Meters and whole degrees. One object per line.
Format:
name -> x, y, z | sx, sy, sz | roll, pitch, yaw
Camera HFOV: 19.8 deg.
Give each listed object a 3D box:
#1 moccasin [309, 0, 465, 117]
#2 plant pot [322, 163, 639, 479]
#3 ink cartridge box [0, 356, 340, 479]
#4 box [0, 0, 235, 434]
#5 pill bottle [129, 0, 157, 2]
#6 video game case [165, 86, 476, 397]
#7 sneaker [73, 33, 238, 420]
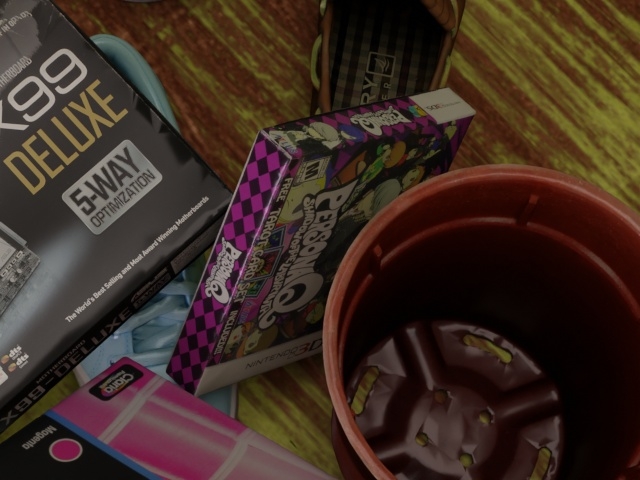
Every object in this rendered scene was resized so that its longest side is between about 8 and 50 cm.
moccasin -> 0.053, -0.198, 1.545 | 0.139, 0.147, 0.380 | 16, 70, -1
plant pot -> 0.121, 0.114, 1.385 | 0.272, 0.265, 0.272 | 2, 72, -6
ink cartridge box -> -0.059, 0.220, 1.270 | 0.371, 0.069, 0.176 | 29, 42, 25
box -> -0.250, -0.009, 1.346 | 0.307, 0.076, 0.242 | -41, 80, -7
pill bottle -> -0.143, -0.313, 1.492 | 0.162, 0.278, 0.162 | 2, 72, -6
video game case -> 0.000, 0.000, 1.391 | 0.210, 0.232, 0.042 | -16, 50, -46
sneaker -> -0.152, 0.006, 1.451 | 0.135, 0.150, 0.366 | -16, 74, -11
